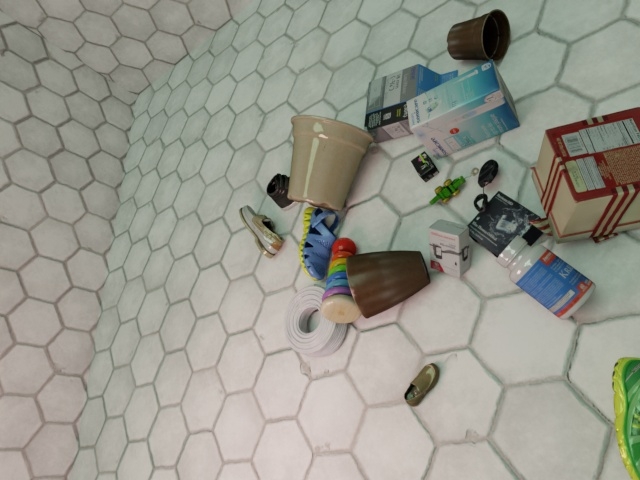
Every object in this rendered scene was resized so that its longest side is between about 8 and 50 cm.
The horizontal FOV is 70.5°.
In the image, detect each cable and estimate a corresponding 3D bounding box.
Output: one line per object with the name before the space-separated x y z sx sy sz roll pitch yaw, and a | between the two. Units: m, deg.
cable | -0.020 0.292 1.652 0.257 0.089 0.257 16 81 43

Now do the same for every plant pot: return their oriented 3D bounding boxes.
plant pot | 0.010 -0.284 1.763 0.333 0.333 0.306 15 91 42
plant pot | 0.228 0.118 1.467 0.230 0.215 0.216 -19 58 17
plant pot | 0.549 -0.711 1.600 0.165 0.167 0.167 20 84 50

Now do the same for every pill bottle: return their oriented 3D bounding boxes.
pill bottle | 0.577 0.089 1.180 0.221 0.124 0.124 41 99 19

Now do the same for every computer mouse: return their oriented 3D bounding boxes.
computer mouse | 0.516 -0.166 1.396 0.071 0.041 0.242 -42 17 50

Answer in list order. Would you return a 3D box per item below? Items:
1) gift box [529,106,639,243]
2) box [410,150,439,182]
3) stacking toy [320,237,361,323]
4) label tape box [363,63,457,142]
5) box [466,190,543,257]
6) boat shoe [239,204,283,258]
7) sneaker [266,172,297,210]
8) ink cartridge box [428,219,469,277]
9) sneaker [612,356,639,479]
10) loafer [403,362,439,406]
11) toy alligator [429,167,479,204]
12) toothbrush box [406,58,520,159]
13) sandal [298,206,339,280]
gift box | 0.675 -0.153 1.155 0.276 0.258 0.255 -8 63 15
box | 0.371 -0.261 1.607 0.062 0.052 0.083 -36 53 21
stacking toy | 0.080 0.118 1.593 0.141 0.141 0.330 -25 40 29
label tape box | 0.338 -0.530 1.721 0.333 0.106 0.241 -7 67 38
box | 0.542 -0.034 1.335 0.158 0.093 0.156 -50 48 9
boat shoe | -0.256 -0.060 2.002 0.103 0.113 0.302 -44 59 14
sneaker | -0.106 -0.252 1.933 0.295 0.147 0.105 -36 50 20
ink cartridge box | 0.395 0.023 1.390 0.063 0.151 0.109 -32 35 -32
sneaker | 0.714 0.403 0.981 0.123 0.109 0.296 -11 63 40
loafer | 0.300 0.431 1.350 0.056 0.050 0.148 32 92 43
toy alligator | 0.444 -0.184 1.515 0.189 0.056 0.051 -38 11 21
toothbrush box | 0.465 -0.416 1.488 0.295 0.216 0.126 -18 60 32
sandal | 0.000 0.000 1.752 0.138 0.126 0.318 -13 64 31
